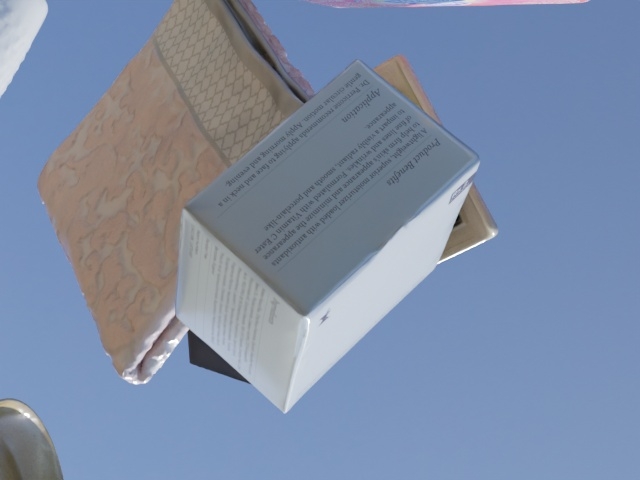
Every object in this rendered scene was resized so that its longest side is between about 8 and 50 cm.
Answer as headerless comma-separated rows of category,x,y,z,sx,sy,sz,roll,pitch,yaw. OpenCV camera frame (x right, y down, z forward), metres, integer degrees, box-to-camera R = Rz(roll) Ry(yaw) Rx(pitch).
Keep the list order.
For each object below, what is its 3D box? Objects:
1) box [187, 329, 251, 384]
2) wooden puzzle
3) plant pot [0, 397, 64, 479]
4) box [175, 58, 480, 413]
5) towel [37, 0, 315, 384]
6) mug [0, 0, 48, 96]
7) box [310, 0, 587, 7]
box,-0.067,0.043,1.527,0.093,0.158,0.156,15,-55,26
wooden puzzle,0.053,-0.059,1.565,0.239,0.044,0.221,-27,-88,38
plant pot,-0.227,0.228,0.985,0.032,0.236,0.236,-3,-90,9
box,0.000,0.000,1.025,0.119,0.181,0.182,41,-25,14
towel,-0.145,-0.078,1.361,0.317,0.053,0.332,-52,-141,16
mug,-0.554,-0.245,1.840,0.276,0.374,0.328,26,-102,-1
box,0.101,-0.304,1.379,0.300,0.154,0.142,5,-85,33
